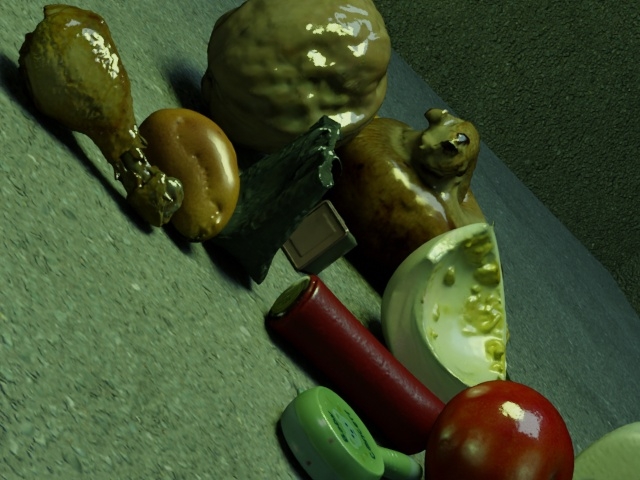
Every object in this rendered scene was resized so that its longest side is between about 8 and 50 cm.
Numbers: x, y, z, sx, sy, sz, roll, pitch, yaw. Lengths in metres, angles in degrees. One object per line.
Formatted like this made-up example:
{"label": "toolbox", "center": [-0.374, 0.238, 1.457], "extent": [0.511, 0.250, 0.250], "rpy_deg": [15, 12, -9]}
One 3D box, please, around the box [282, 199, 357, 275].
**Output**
{"label": "box", "center": [0.000, 0.000, 1.811], "extent": [0.060, 0.085, 0.063], "rpy_deg": [57, 10, 27]}

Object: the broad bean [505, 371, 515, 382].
{"label": "broad bean", "center": [0.301, 0.281, 2.057], "extent": [0.077, 0.061, 0.339], "rpy_deg": [25, 24, -24]}

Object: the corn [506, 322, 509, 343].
{"label": "corn", "center": [0.226, 0.154, 2.079], "extent": [0.091, 0.091, 0.260], "rpy_deg": [16, 10, 16]}

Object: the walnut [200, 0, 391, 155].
{"label": "walnut", "center": [-0.029, -0.230, 1.919], "extent": [0.273, 0.273, 0.227], "rpy_deg": [41, 3, -34]}

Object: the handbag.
{"label": "handbag", "center": [-0.042, -0.059, 1.636], "extent": [0.089, 0.175, 0.270], "rpy_deg": [44, 15, -13]}

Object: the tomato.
{"label": "tomato", "center": [0.202, 0.252, 1.578], "extent": [0.136, 0.195, 0.195], "rpy_deg": [17, -8, 35]}

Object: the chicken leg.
{"label": "chicken leg", "center": [-0.219, -0.127, 1.437], "extent": [0.251, 0.107, 0.087], "rpy_deg": [57, -4, -7]}

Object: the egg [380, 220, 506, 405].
{"label": "egg", "center": [0.161, 0.115, 1.865], "extent": [0.206, 0.162, 0.270], "rpy_deg": [28, 60, -76]}

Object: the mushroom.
{"label": "mushroom", "center": [0.167, -0.049, 2.085], "extent": [0.345, 0.260, 0.345], "rpy_deg": [48, 18, -20]}

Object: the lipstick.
{"label": "lipstick", "center": [0.044, 0.142, 1.591], "extent": [0.241, 0.080, 0.080], "rpy_deg": [46, 15, -18]}

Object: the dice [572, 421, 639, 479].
{"label": "dice", "center": [0.463, 0.388, 2.025], "extent": [0.194, 0.192, 0.193], "rpy_deg": [30, 26, -52]}

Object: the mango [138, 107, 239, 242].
{"label": "mango", "center": [-0.140, -0.072, 1.537], "extent": [0.084, 0.105, 0.159], "rpy_deg": [102, -35, -75]}

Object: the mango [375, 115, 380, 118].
{"label": "mango", "center": [0.087, -0.143, 2.404], "extent": [0.262, 0.109, 0.157], "rpy_deg": [44, 5, -44]}

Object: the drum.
{"label": "drum", "center": [0.032, 0.205, 1.453], "extent": [0.130, 0.049, 0.253], "rpy_deg": [55, 12, 15]}
